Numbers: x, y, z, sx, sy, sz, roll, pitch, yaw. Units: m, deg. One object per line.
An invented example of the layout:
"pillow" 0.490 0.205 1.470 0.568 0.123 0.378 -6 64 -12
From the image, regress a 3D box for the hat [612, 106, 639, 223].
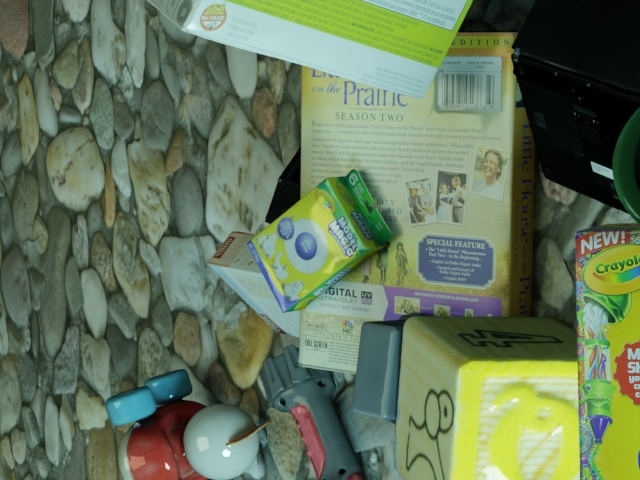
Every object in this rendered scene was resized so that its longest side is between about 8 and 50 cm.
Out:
"hat" 0.367 -0.024 1.650 0.183 0.173 0.208 82 -148 -65

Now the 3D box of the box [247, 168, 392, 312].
"box" 0.000 0.000 1.998 0.179 0.043 0.105 -38 72 32

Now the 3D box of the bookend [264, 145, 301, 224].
"bookend" 0.029 -0.057 2.167 0.157 0.156 0.072 23 122 6

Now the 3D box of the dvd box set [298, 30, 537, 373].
"dvd box set" 0.111 -0.041 1.977 0.307 0.062 0.421 4 97 35

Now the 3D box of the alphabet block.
"alphabet block" 0.201 0.193 1.786 0.197 0.193 0.192 -140 51 -71

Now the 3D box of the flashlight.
"flashlight" -0.003 0.293 2.243 0.304 0.103 0.103 65 145 27

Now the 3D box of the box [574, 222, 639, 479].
"box" 0.382 0.123 1.435 0.289 0.177 0.279 -1 92 21

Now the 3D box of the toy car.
"toy car" -0.161 0.300 2.462 0.238 0.210 0.219 -16 93 28

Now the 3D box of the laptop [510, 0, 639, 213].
"laptop" 0.327 -0.173 1.748 0.234 0.136 0.264 30 147 53

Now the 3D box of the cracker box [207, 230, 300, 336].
"cracker box" -0.031 0.066 2.215 0.067 0.156 0.232 -54 29 -18

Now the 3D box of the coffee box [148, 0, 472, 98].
"coffee box" -0.021 -0.401 1.806 0.337 0.338 0.334 45 115 46

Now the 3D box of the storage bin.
"storage bin" 0.085 0.149 1.905 0.098 0.091 0.135 7 89 44
